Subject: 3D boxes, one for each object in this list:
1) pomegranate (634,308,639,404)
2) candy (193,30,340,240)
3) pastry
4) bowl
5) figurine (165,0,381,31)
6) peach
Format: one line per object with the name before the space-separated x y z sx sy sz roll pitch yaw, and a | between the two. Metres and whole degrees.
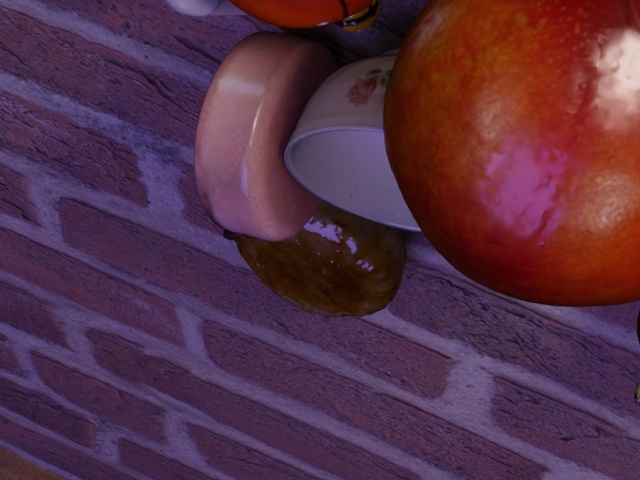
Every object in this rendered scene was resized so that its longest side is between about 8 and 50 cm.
pomegranate | 0.437 0.120 1.802 0.180 0.209 0.180 37 153 22
candy | -0.057 -0.115 1.844 0.094 0.255 0.255 14 146 24
pastry | 0.005 0.000 2.096 0.235 0.121 0.257 33 148 -12
bowl | 0.105 -0.123 1.764 0.277 0.145 0.277 12 163 4
figurine | -0.049 -0.315 1.596 0.320 0.196 0.323 45 157 -25
peach | 0.249 -0.130 1.460 0.388 0.388 0.388 22 149 14
